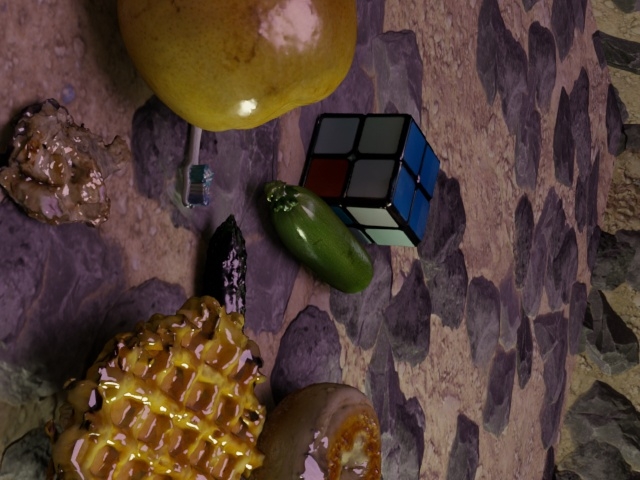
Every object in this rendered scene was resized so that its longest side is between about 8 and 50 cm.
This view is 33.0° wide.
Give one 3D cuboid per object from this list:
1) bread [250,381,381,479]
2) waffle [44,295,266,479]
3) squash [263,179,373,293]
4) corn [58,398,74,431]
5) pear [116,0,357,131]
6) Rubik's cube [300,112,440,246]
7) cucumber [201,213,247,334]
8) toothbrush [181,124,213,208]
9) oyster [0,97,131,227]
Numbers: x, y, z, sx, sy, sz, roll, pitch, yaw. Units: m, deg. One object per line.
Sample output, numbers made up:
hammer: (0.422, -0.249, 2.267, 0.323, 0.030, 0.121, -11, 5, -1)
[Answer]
bread: (-0.014, 0.370, 1.753, 0.305, 0.159, 0.305, -26, 119, -60)
waffle: (-0.196, 0.260, 1.338, 0.382, 0.095, 0.379, -30, 126, -56)
squash: (0.000, 0.000, 1.799, 0.378, 0.101, 0.101, 50, 50, -56)
corn: (-0.254, 0.198, 1.372, 0.206, 0.067, 0.067, -26, 116, -59)
pear: (-0.107, -0.292, 1.356, 0.314, 0.314, 0.314, -13, 104, -61)
Rubik's cube: (0.086, -0.104, 1.864, 0.167, 0.180, 0.183, 48, 54, -55)
cucumber: (-0.143, 0.111, 1.575, 0.072, 0.072, 0.300, -6, 97, -62)
toothbrush: (-0.158, -0.249, 1.545, 0.042, 0.040, 0.418, 26, 66, -59)
oyster: (-0.287, -0.094, 1.269, 0.191, 0.081, 0.163, -51, 132, -53)
